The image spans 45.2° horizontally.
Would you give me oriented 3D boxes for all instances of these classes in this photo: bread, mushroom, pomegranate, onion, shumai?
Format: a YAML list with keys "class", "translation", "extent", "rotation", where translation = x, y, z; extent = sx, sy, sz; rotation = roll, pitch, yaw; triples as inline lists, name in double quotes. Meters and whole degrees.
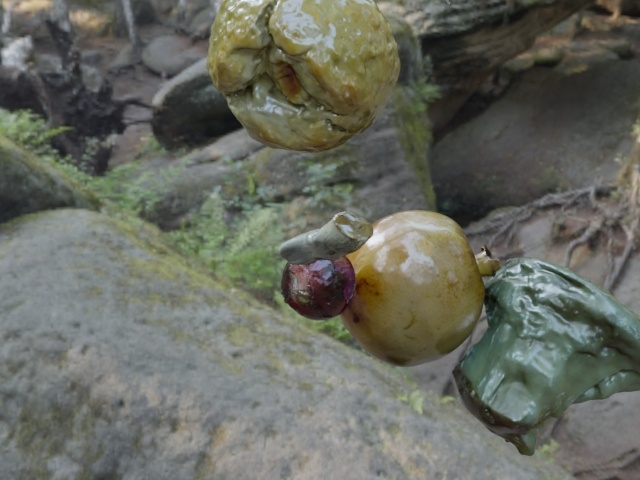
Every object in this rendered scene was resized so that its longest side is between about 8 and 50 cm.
- class: "bread"
  translation: [-0.032, -0.199, 0.915]
  extent: [0.244, 0.244, 0.134]
  rotation: [14, 48, 18]
- class: "mushroom"
  translation: [0.002, 0.002, 1.089]
  extent: [0.059, 0.202, 0.054]
  rotation: [39, 62, -16]
- class: "pomegranate"
  translation: [0.184, 0.084, 1.469]
  extent: [0.319, 0.319, 0.319]
  rotation: [5, 25, -2]
- class: "onion"
  translation: [-0.004, 0.074, 1.306]
  extent: [0.131, 0.131, 0.131]
  rotation: [5, 25, -2]
- class: "shumai"
  translation: [0.422, 0.234, 1.460]
  extent: [0.323, 0.324, 0.397]
  rotation: [-50, 30, -10]

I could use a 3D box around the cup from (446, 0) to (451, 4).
- class: "cup"
  translation: [0.300, -0.553, 1.289]
  extent: [0.288, 0.203, 0.203]
  rotation: [-26, 23, 11]
